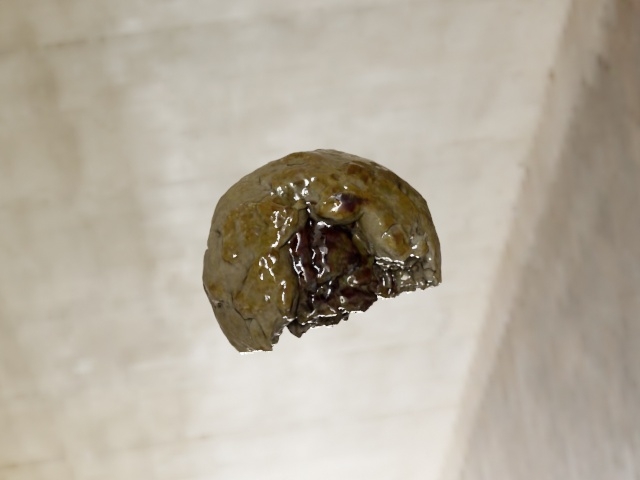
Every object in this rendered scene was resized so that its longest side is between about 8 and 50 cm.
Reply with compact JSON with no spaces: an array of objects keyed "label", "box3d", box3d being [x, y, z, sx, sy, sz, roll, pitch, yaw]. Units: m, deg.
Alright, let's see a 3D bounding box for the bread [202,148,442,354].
[{"label":"bread","box3d":[0.000,0.000,0.883,0.060,0.113,0.082,-5,108,68]}]
